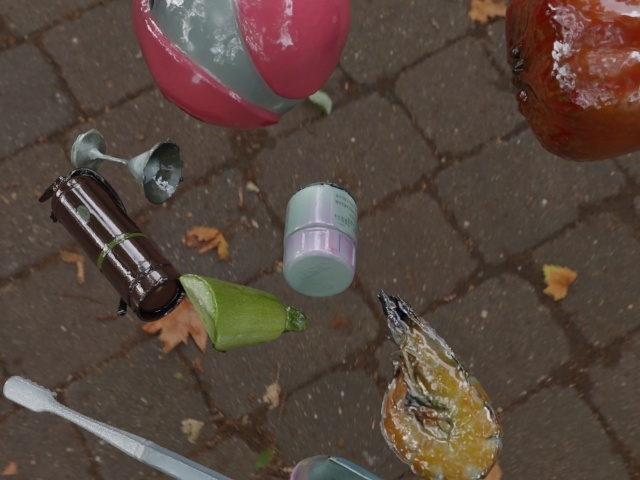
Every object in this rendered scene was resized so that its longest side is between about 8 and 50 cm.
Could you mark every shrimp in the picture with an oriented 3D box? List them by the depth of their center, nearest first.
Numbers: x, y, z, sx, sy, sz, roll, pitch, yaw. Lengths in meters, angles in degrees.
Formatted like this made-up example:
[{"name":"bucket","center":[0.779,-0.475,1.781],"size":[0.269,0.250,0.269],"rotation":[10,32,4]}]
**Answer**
[{"name":"shrimp","center":[0.147,0.222,1.390],"size":[0.164,0.062,0.316],"rotation":[-31,69,3]}]

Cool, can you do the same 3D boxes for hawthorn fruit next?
[{"name":"hawthorn fruit","center":[0.423,-0.261,1.294],"size":[0.331,0.287,0.287],"rotation":[-9,71,-4]}]

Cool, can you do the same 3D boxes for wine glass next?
[{"name":"wine glass","center":[-0.356,-0.140,1.707],"size":[0.183,0.122,0.122],"rotation":[14,71,26]}]

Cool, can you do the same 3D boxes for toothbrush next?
[{"name":"toothbrush","center":[-0.130,0.192,0.805],"size":[0.342,0.030,0.025],"rotation":[21,85,17]}]

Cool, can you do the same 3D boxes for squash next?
[{"name":"squash","center":[-0.089,0.092,1.083],"size":[0.090,0.200,0.075],"rotation":[41,103,34]}]

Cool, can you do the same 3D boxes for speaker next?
[{"name":"speaker","center":[-0.100,-0.300,1.241],"size":[0.294,0.294,0.294],"rotation":[-1,71,2]}]

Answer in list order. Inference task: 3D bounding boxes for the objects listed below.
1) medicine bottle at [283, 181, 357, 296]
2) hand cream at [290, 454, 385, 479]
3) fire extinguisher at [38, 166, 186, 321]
[{"name":"medicine bottle","center":[0.000,0.000,1.653],"size":[0.135,0.135,0.168],"rotation":[1,46,2]},{"name":"hand cream","center":[0.026,0.302,1.149],"size":[0.111,0.312,0.070],"rotation":[29,73,-3]},{"name":"fire extinguisher","center":[-0.359,-0.001,1.546],"size":[0.341,0.105,0.141],"rotation":[44,106,29]}]
